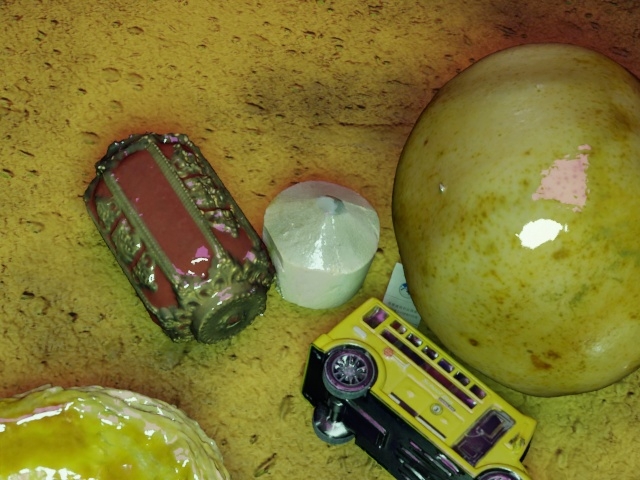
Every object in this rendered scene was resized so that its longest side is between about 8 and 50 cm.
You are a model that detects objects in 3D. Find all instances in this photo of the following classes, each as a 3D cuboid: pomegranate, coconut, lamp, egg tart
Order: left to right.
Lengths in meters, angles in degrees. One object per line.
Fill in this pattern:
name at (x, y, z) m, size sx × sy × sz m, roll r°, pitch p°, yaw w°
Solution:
egg tart at (-0.262, 0.333, 1.517) m, size 0.387 × 0.169 × 0.388 m, roll 3°, pitch 59°, yaw -5°
lamp at (-0.173, -0.005, 1.752) m, size 0.177 × 0.177 × 0.274 m, roll -24°, pitch 64°, yaw -22°
coconut at (0.000, 0.000, 1.786) m, size 0.147 × 0.153 × 0.147 m, roll 4°, pitch 58°, yaw -7°
pomegranate at (0.280, -0.031, 1.684) m, size 0.416 × 0.417 × 0.417 m, roll 4°, pitch 56°, yaw -6°

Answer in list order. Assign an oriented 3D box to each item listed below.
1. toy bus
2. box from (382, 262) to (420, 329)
toy bus at (0.134, 0.221, 1.660) m, size 0.331 × 0.145 × 0.151 m, roll 39°, pitch 58°, yaw 18°
box at (0.108, 0.073, 1.831) m, size 0.054 × 0.024 × 0.083 m, roll 17°, pitch 56°, yaw 6°
